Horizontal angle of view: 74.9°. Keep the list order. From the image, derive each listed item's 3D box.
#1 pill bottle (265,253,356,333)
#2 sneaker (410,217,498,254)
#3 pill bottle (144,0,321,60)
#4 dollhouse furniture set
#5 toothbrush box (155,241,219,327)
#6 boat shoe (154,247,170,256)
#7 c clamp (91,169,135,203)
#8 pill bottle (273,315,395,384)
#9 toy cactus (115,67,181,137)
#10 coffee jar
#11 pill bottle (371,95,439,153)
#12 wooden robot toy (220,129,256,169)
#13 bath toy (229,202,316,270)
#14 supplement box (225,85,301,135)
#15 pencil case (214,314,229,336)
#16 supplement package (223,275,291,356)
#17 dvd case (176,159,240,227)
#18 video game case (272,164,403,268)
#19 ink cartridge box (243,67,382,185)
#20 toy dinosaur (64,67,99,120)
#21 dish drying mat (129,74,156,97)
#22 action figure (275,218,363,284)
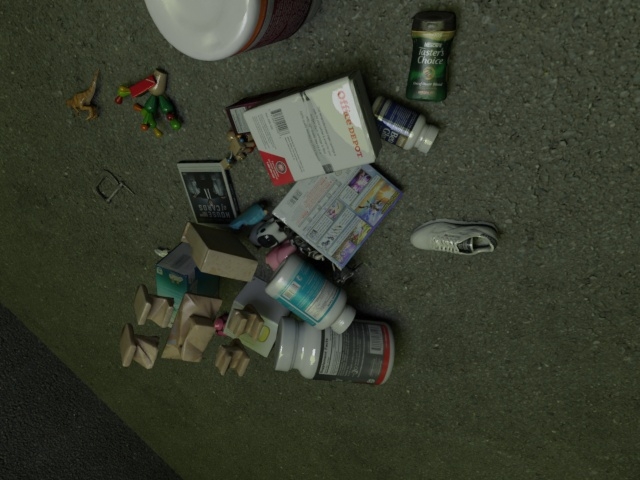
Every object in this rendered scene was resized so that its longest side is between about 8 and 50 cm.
[{"bbox_3d":[-0.024,0.168,1.254,0.264,0.146,0.146,38,127,-8],"label":"pill bottle"},{"bbox_3d":[0.361,-0.003,1.149,0.235,0.094,0.090,-5,121,27],"label":"sneaker"},{"bbox_3d":[-0.144,-0.509,0.840,0.224,0.392,0.223,11,124,16],"label":"pill bottle"},{"bbox_3d":[-0.375,0.176,1.295,0.363,0.256,0.393,17,101,-33],"label":"dollhouse furniture set"},{"bbox_3d":[-0.475,0.158,1.522,0.126,0.216,0.295,19,128,11],"label":"toothbrush box"},{"bbox_3d":[-0.594,0.050,1.618,0.100,0.035,0.035,29,100,7],"label":"boat shoe"},{"bbox_3d":[-0.777,-0.187,1.542,0.161,0.022,0.137,-26,109,33],"label":"c clamp"},{"bbox_3d":[0.040,0.351,1.369,0.364,0.210,0.210,8,127,-10],"label":"pill bottle"},{"bbox_3d":[-0.508,-0.421,1.241,0.219,0.112,0.180,36,118,10],"label":"toy cactus"},{"bbox_3d":[0.247,-0.411,0.939,0.096,0.079,0.184,9,124,17],"label":"coffee jar"},{"bbox_3d":[0.201,-0.281,1.033,0.170,0.094,0.094,26,127,5],"label":"pill bottle"},{"bbox_3d":[-0.247,-0.289,1.237,0.173,0.076,0.079,-41,77,43],"label":"wooden robot toy"},{"bbox_3d":[-0.137,0.044,1.361,0.129,0.151,0.348,-39,108,-2],"label":"bath toy"},{"bbox_3d":[-0.143,-0.348,1.125,0.188,0.104,0.080,-2,121,24],"label":"supplement box"},{"bbox_3d":[-0.319,0.367,1.676,0.210,0.095,0.098,15,142,15],"label":"pencil case"},{"bbox_3d":[-0.223,0.281,1.539,0.194,0.149,0.203,28,128,4],"label":"supplement package"},{"bbox_3d":[-0.365,-0.151,1.393,0.180,0.029,0.238,3,122,21],"label":"dvd case"},{"bbox_3d":[0.046,-0.102,1.146,0.244,0.061,0.269,39,90,-4],"label":"video game case"},{"bbox_3d":[-0.012,-0.263,0.994,0.273,0.114,0.196,-9,119,25],"label":"ink cartridge box"},{"bbox_3d":[-0.755,-0.448,1.338,0.212,0.064,0.112,-16,113,30],"label":"toy dinosaur"},{"bbox_3d":[-0.510,-0.443,1.199,0.083,0.008,0.032,-23,90,11],"label":"dish drying mat"},{"bbox_3d":[0.000,0.000,1.255,0.276,0.164,0.141,43,83,0],"label":"action figure"}]
